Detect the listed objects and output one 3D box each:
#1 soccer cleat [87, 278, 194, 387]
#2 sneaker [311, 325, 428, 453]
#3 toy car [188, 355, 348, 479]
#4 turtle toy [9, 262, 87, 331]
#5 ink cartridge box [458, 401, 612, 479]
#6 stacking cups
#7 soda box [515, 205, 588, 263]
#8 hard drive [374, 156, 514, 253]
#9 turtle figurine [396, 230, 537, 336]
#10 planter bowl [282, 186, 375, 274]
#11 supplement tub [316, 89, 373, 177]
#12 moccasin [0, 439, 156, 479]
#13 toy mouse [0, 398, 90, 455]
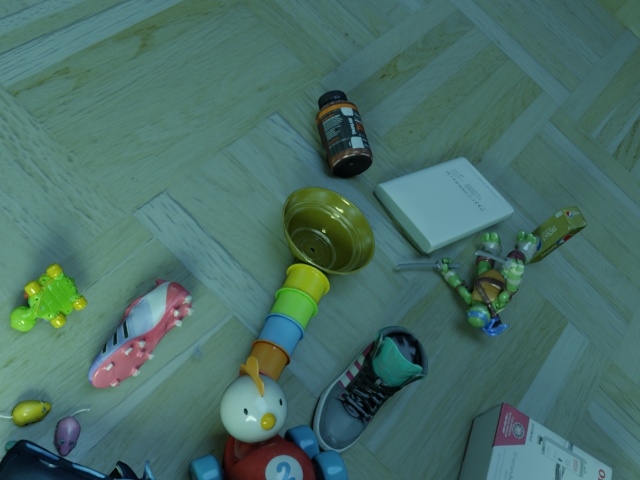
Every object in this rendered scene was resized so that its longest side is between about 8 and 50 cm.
[{"bbox_3d":[-0.329,0.162,1.392,0.095,0.083,0.248,24,51,25],"label":"soccer cleat"},{"bbox_3d":[0.108,0.269,1.488,0.124,0.178,0.295,40,50,-1],"label":"sneaker"},{"bbox_3d":[-0.097,0.309,1.280,0.219,0.210,0.238,-12,105,-24],"label":"toy car"},{"bbox_3d":[-0.471,0.105,1.342,0.130,0.066,0.095,-46,112,-38],"label":"turtle toy"},{"bbox_3d":[0.429,0.489,1.568,0.283,0.117,0.207,31,50,-8],"label":"ink cartridge box"},{"bbox_3d":[-0.084,0.184,1.493,0.096,0.096,0.316,34,51,-6],"label":"stacking cups"},{"bbox_3d":[0.560,-0.011,1.915,0.061,0.181,0.058,-10,66,-34],"label":"soda box"},{"bbox_3d":[0.302,-0.093,1.894,0.307,0.040,0.203,-21,61,-36],"label":"hard drive"},{"bbox_3d":[0.371,0.047,1.766,0.274,0.198,0.266,44,46,-2],"label":"turtle figurine"},{"bbox_3d":[0.000,0.000,1.653,0.217,0.090,0.217,17,49,-21],"label":"planter bowl"},{"bbox_3d":[0.050,-0.253,1.834,0.106,0.106,0.198,-1,62,-29],"label":"supplement tub"},{"bbox_3d":[-0.316,0.383,1.190,0.342,0.138,0.117,26,42,-18],"label":"moccasin"},{"bbox_3d":[-0.437,0.317,1.250,0.161,0.031,0.143,-8,65,-33],"label":"toy mouse"}]
